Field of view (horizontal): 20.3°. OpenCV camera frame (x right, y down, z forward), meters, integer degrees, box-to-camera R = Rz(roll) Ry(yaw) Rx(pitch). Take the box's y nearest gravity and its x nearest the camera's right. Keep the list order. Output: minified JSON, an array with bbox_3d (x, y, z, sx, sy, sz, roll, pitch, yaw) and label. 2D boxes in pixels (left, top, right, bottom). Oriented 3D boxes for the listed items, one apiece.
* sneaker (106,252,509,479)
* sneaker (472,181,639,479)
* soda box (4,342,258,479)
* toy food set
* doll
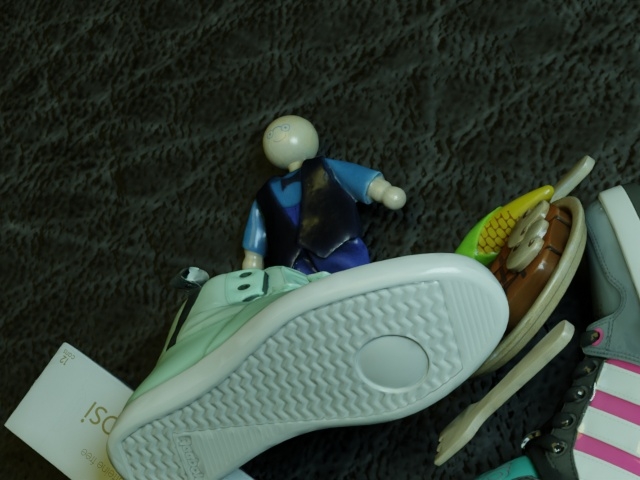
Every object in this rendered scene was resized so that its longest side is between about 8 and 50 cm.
[{"bbox_3d":[-0.004,0.040,1.015,0.256,0.094,0.151,-25,26,28],"label":"sneaker"},{"bbox_3d":[0.132,0.119,0.985,0.178,0.124,0.295,-13,62,10],"label":"sneaker"},{"bbox_3d":[-0.093,0.150,1.103,0.216,0.074,0.069,31,82,34],"label":"soda box"},{"bbox_3d":[0.099,0.025,1.004,0.132,0.038,0.192,-49,13,31],"label":"toy food set"},{"bbox_3d":[0.000,0.000,1.145,0.129,0.046,0.189,-30,56,25],"label":"doll"}]
